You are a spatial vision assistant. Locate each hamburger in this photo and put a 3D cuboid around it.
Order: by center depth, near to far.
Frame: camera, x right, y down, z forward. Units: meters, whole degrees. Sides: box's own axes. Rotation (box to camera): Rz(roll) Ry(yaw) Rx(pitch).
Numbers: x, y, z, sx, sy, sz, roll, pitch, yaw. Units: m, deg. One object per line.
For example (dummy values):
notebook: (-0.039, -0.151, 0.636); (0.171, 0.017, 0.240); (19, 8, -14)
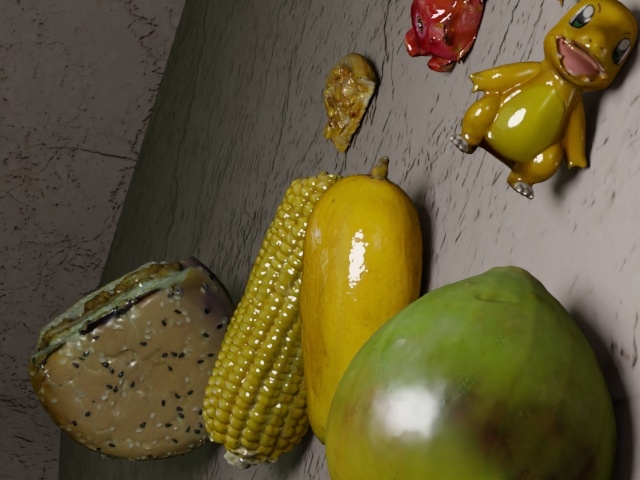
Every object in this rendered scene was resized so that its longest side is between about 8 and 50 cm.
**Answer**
hamburger: (-0.257, 0.184, 2.102); (0.318, 0.277, 0.195); (-33, 21, 1)

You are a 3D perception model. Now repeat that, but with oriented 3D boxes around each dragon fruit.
dragon fruit: (0.129, -0.246, 1.489); (0.112, 0.068, 0.126); (-102, 29, -51)

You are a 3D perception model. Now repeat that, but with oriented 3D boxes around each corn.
corn: (-0.035, 0.090, 1.669); (0.144, 0.144, 0.387); (-124, 51, -69)

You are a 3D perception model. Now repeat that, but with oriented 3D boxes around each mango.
mango: (0.036, 0.066, 1.475); (0.176, 0.119, 0.317); (-162, 80, -67)

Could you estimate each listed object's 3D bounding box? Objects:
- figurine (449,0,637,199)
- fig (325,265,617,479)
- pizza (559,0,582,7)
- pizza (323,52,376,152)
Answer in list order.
figurine: (0.196, -0.130, 1.154); (0.176, 0.121, 0.122); (-50, 1, 32)
fig: (0.121, 0.131, 1.019); (0.230, 0.207, 0.207); (-45, 10, -13)
pizza: (0.214, -0.285, 1.235); (0.188, 0.062, 0.199); (120, 155, -52)
pizza: (0.031, -0.183, 1.824); (0.178, 0.041, 0.131); (-123, 46, -68)
